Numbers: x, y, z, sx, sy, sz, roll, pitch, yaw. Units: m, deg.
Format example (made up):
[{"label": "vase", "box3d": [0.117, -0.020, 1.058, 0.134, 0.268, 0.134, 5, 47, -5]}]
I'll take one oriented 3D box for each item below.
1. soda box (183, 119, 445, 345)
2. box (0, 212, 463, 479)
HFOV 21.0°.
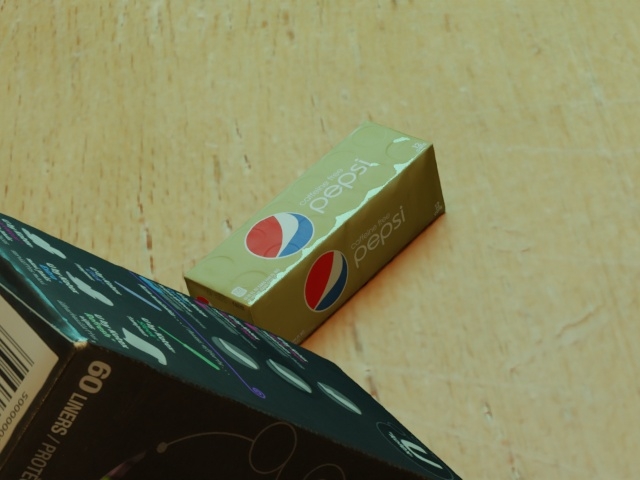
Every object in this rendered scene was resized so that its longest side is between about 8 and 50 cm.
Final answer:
[{"label": "soda box", "box3d": [0.000, 0.000, 1.108, 0.061, 0.058, 0.181, 23, 52, 38]}, {"label": "box", "box3d": [-0.083, 0.117, 0.792, 0.143, 0.270, 0.165, 39, 99, 45]}]
